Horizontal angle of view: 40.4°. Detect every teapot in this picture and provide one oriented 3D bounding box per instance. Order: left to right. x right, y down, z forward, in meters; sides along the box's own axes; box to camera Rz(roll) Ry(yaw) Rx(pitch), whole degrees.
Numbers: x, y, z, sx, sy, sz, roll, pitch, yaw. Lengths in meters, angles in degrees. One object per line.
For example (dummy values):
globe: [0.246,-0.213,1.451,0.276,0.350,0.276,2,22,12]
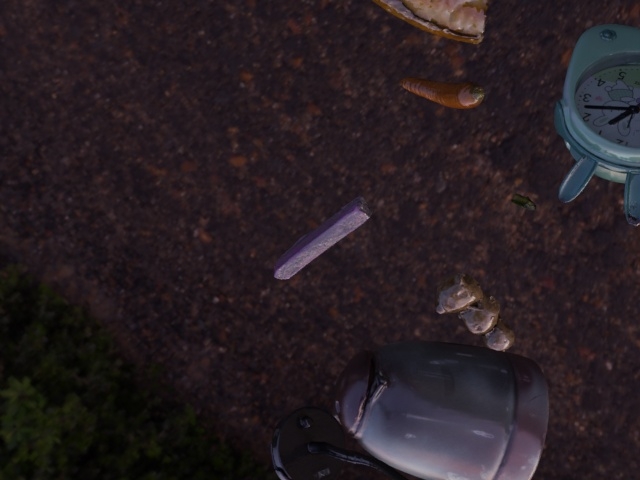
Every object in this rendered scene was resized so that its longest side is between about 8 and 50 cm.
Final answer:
teapot: [0.166,0.283,1.433,0.312,0.233,0.315,15,155,-8]

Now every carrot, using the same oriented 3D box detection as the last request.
carrot: [0.273,-0.328,1.928,0.271,0.066,0.062,25,121,59]

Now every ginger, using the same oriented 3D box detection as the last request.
ginger: [0.319,0.148,1.765,0.204,0.080,0.104,39,114,-17]

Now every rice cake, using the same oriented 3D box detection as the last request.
rice cake: [0.000,0.000,1.355,0.206,0.047,0.036,-36,103,33]

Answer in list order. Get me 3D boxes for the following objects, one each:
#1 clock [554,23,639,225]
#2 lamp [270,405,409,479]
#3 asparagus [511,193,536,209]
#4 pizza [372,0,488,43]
clock: [0.202,-0.079,0.571,0.101,0.135,0.041,21,155,18]
lamp: [0.073,0.299,1.048,0.371,0.130,0.109,9,116,52]
asparagus: [0.436,-0.082,1.858,0.021,0.108,0.025,40,94,-16]
pizza: [0.198,-0.597,1.519,0.440,0.130,0.406,36,92,-18]
